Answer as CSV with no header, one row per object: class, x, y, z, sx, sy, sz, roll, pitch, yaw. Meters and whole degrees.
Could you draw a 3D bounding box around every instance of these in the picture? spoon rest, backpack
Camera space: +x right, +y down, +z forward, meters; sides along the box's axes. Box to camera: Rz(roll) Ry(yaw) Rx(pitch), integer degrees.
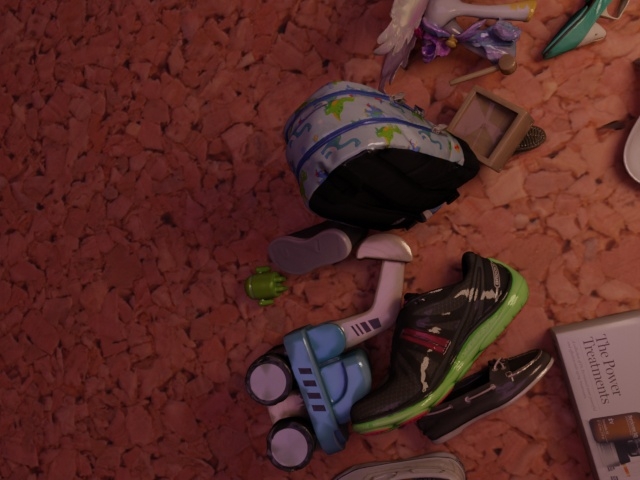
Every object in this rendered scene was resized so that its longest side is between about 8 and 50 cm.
spoon rest,0.680,-0.243,1.005,0.137,0.084,0.277,-5,88,18
backpack,0.093,-0.148,0.964,0.290,0.355,0.274,-34,79,36

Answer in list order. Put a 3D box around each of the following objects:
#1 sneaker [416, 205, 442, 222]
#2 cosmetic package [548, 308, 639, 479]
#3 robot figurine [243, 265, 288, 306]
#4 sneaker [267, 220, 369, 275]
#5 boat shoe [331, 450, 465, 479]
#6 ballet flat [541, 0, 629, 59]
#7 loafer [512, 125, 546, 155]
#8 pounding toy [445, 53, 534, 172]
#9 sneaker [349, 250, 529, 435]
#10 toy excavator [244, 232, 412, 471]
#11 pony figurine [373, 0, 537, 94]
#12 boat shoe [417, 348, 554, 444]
sneaker,0.208,-0.145,1.167,0.081,0.080,0.211,-31,82,-6
cosmetic package,0.667,0.332,1.007,0.284,0.097,0.378,-17,85,14
robot figurine,-0.143,0.115,1.273,0.115,0.067,0.101,-9,87,18
sneaker,0.000,0.000,1.219,0.295,0.147,0.105,-14,107,47
boat shoe,0.150,0.594,1.136,0.366,0.156,0.136,-19,84,16
ballet flat,0.575,-0.470,1.042,0.087,0.083,0.247,35,102,0
loafer,0.418,-0.214,1.103,0.147,0.050,0.056,-9,82,21
pounding toy,0.354,-0.280,1.054,0.181,0.094,0.206,40,108,29
sneaker,0.229,0.219,1.076,0.483,0.185,0.202,-44,70,-12
toy excavator,0.053,0.246,1.165,0.444,0.222,0.433,-20,83,3
pony figurine,0.254,-0.496,1.064,0.363,0.303,0.351,16,87,2
boat shoe,0.346,0.326,1.098,0.335,0.112,0.095,-42,83,17
